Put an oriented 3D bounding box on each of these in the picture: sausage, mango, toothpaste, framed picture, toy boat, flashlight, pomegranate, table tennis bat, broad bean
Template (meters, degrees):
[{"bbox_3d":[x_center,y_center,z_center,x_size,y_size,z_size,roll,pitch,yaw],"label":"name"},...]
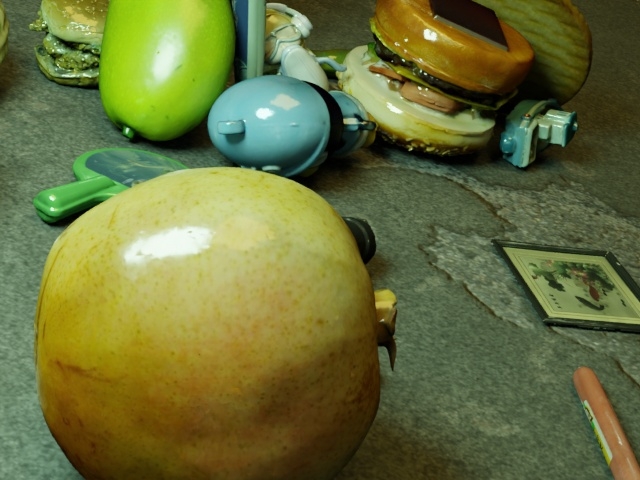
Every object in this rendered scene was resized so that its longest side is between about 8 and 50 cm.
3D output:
[{"bbox_3d":[0.311,0.206,1.208,0.029,0.029,0.223,11,29,-11],"label":"sausage"},{"bbox_3d":[-0.208,-0.302,1.561,0.192,0.343,0.156,-2,-18,20],"label":"mango"},{"bbox_3d":[-0.103,-0.282,1.604,0.069,0.268,0.047,29,41,34],"label":"toothpaste"},{"bbox_3d":[0.346,0.061,1.501,0.199,0.010,0.195,6,30,-18],"label":"framed picture"},{"bbox_3d":[0.374,-0.179,1.848,0.102,0.088,0.215,14,26,23],"label":"toy boat"},{"bbox_3d":[0.000,0.000,1.288,0.093,0.093,0.232,28,12,20],"label":"flashlight"},{"bbox_3d":[-0.080,0.086,0.952,0.319,0.319,0.319,13,29,-7],"label":"pomegranate"},{"bbox_3d":[-0.256,-0.070,1.393,0.160,0.039,0.257,27,28,23],"label":"table tennis bat"},{"bbox_3d":[0.047,-0.305,1.942,0.325,0.067,0.075,-5,5,-30],"label":"broad bean"}]

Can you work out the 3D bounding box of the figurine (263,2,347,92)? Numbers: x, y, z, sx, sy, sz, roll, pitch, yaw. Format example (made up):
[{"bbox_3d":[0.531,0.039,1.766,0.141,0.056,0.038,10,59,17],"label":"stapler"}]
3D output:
[{"bbox_3d":[-0.051,-0.271,1.708,0.184,0.128,0.208,53,-5,-6],"label":"figurine"}]

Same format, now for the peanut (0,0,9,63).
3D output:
[{"bbox_3d":[-0.508,-0.239,1.433,0.174,0.158,0.340,29,29,-16],"label":"peanut"}]

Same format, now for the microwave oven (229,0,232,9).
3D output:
[{"bbox_3d":[-0.241,-0.508,1.835,0.218,0.355,0.286,-1,34,-29],"label":"microwave oven"}]

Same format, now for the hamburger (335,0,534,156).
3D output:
[{"bbox_3d":[0.174,-0.265,1.762,0.291,0.225,0.291,19,30,-11],"label":"hamburger"}]

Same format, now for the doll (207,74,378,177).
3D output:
[{"bbox_3d":[-0.038,-0.155,1.547,0.177,0.141,0.314,2,4,34],"label":"doll"}]

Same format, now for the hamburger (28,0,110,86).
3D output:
[{"bbox_3d":[-0.337,-0.306,1.664,0.185,0.131,0.159,1,33,-29],"label":"hamburger"}]

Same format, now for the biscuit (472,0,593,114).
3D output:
[{"bbox_3d":[0.303,-0.336,1.885,0.318,0.318,0.040,21,57,9],"label":"biscuit"}]
